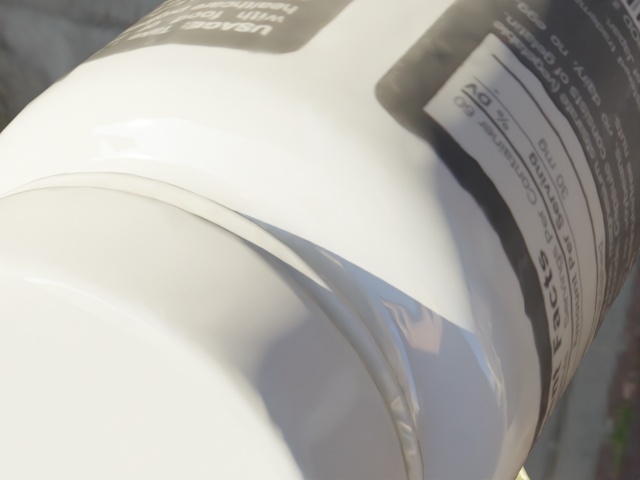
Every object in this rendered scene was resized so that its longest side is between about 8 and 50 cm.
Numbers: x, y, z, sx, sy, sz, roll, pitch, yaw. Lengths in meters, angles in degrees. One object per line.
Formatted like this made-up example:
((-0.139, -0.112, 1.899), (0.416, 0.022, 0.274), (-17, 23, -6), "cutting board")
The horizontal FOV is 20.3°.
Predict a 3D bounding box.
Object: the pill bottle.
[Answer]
((0.000, 0.000, 0.633), (0.204, 0.361, 0.204), (12, 122, 21), "pill bottle")

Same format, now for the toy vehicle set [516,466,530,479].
((0.111, 0.270, 1.889), (0.267, 0.166, 0.035), (10, 121, -22), "toy vehicle set")
